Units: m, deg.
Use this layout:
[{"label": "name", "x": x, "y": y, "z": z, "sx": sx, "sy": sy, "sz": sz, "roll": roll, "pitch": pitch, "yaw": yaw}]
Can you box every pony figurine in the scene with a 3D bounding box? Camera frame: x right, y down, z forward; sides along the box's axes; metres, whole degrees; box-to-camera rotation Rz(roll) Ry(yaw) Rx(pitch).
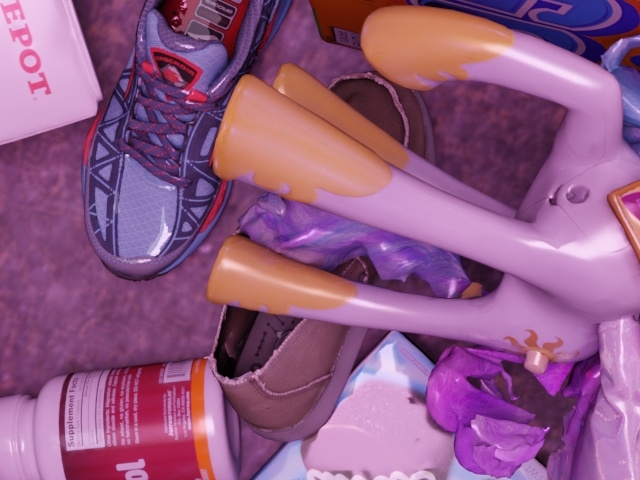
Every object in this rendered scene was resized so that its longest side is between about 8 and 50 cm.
[{"label": "pony figurine", "x": 0.129, "y": 0.030, "z": 0.650, "sx": 0.363, "sy": 0.351, "sz": 0.302, "roll": 19, "pitch": 69, "yaw": 1}]

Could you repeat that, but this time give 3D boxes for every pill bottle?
[{"label": "pill bottle", "x": -0.132, "y": 0.126, "z": 0.823, "sx": 0.152, "sy": 0.086, "sz": 0.086, "roll": -7, "pitch": 88, "yaw": 4}]

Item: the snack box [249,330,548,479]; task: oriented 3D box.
[{"label": "snack box", "x": 0.103, "y": 0.232, "z": 0.821, "sx": 0.322, "sy": 0.060, "sz": 0.187, "roll": 43, "pitch": 91, "yaw": 3}]

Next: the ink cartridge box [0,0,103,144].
[{"label": "ink cartridge box", "x": -0.298, "y": -0.141, "z": 0.783, "sx": 0.283, "sy": 0.117, "sz": 0.207, "roll": -17, "pitch": 107, "yaw": -4}]

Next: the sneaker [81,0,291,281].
[{"label": "sneaker", "x": -0.096, "y": -0.102, "z": 0.806, "sx": 0.104, "sy": 0.125, "sz": 0.262, "roll": 18, "pitch": 90, "yaw": 4}]

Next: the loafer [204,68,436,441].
[{"label": "loafer", "x": 0.000, "y": 0.000, "z": 0.792, "sx": 0.094, "sy": 0.087, "sz": 0.251, "roll": 10, "pitch": 75, "yaw": 31}]

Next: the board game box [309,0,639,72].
[{"label": "board game box", "x": 0.202, "y": -0.268, "z": 0.678, "sx": 0.356, "sy": 0.356, "sz": 0.356, "roll": 14, "pitch": 90, "yaw": 3}]
